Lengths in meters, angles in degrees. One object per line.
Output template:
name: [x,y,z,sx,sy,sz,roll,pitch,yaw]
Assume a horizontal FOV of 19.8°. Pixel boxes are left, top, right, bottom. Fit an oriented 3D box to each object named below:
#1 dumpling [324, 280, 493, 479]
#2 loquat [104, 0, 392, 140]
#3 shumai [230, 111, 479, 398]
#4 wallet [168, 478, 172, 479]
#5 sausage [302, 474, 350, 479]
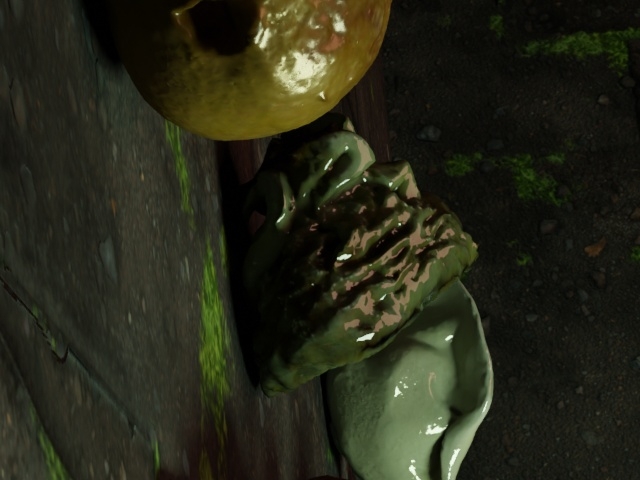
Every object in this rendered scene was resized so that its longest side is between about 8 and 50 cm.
dumpling: [0.118,0.175,2.163,0.187,0.243,0.318,-4,75,-54]
loquat: [-0.046,-0.177,1.200,0.238,0.193,0.238,-14,90,-82]
shumai: [0.001,0.002,1.648,0.256,0.189,0.218,-40,107,-46]
wallet: [-0.069,0.232,1.274,0.232,0.031,0.122,60,23,-77]
sausage: [0.029,0.270,1.386,0.279,0.152,0.152,-156,-124,-68]
